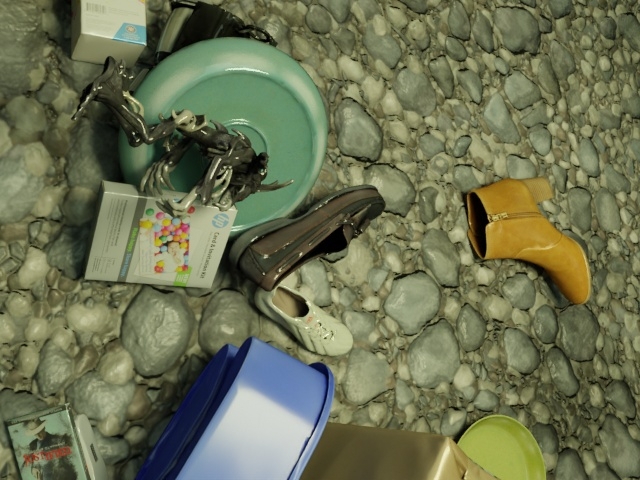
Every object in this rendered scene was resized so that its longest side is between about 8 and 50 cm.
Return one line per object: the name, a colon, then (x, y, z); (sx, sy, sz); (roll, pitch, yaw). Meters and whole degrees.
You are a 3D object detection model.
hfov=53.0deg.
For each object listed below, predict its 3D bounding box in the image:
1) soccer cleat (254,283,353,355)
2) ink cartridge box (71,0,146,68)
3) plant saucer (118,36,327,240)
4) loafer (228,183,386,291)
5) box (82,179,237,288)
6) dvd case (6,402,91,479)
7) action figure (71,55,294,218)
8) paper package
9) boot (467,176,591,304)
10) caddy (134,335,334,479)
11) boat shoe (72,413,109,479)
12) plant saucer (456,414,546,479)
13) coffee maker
soccer cleat: (-0.020, 0.130, 1.034); (0.196, 0.076, 0.068); (34, 66, -20)
ink cartridge box: (-0.316, -0.345, 0.951); (0.092, 0.090, 0.143); (2, 78, -30)
plant saucer: (-0.128, -0.131, 0.938); (0.318, 0.043, 0.317); (-12, 122, -20)
loafer: (0.000, 0.000, 1.036); (0.303, 0.109, 0.095); (-23, 59, -33)
box: (-0.229, -0.004, 0.915); (0.186, 0.038, 0.145); (7, 121, -30)
dvd case: (-0.349, 0.278, 0.827); (0.087, 0.013, 0.119); (-16, 87, 6)
action figure: (-0.175, -0.104, 0.811); (0.276, 0.164, 0.140); (32, 86, -26)
paper package: (0.072, 0.426, 0.886); (0.168, 0.325, 0.309); (38, 63, -19)
boot: (0.411, 0.017, 1.298); (0.211, 0.104, 0.295); (-17, 84, -26)
caddy: (-0.109, 0.294, 0.860); (0.179, 0.241, 0.341); (36, 65, -12)
boat shoe: (-0.316, 0.302, 0.855); (0.040, 0.049, 0.142); (-16, 90, 2)
plant saucer: (0.320, 0.446, 1.188); (0.241, 0.037, 0.240); (6, 78, -28)
coffee maker: (-0.186, -0.256, 0.962); (0.120, 0.171, 0.178); (39, 68, -53)
